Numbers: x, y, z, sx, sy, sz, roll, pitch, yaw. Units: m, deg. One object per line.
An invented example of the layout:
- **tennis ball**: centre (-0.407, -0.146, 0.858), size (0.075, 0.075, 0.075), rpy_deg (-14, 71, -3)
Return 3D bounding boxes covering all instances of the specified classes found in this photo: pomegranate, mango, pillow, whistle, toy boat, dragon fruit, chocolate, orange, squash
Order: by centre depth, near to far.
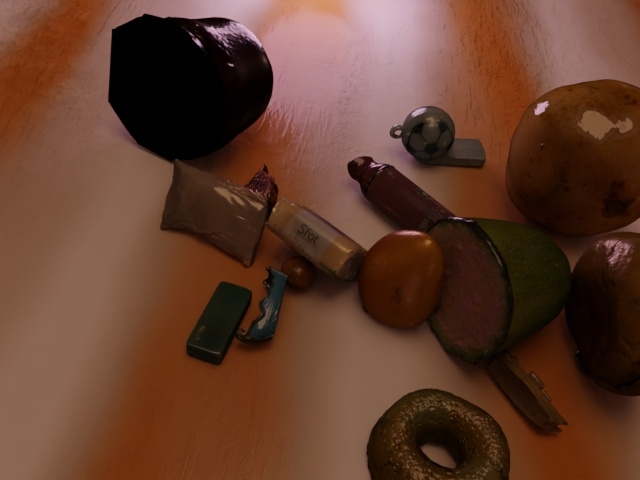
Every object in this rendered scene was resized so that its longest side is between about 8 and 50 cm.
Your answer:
- **toy boat**: centre (0.425, 0.306, 1.393), size (0.072, 0.064, 0.206), rpy_deg (-4, 44, -38)
- **toy boat**: centre (-0.124, 0.141, 1.432), size (0.077, 0.075, 0.185), rpy_deg (13, 50, -2)
- **mango**: centre (0.173, 0.068, 1.434), size (0.138, 0.257, 0.187), rpy_deg (-21, 54, -28)
- **squash**: centre (0.416, 0.083, 1.446), size (0.309, 0.310, 0.310), rpy_deg (-8, 48, -24)
- **orange**: centre (-0.051, 0.072, 1.514), size (0.085, 0.085, 0.085), rpy_deg (6, 46, -6)
- **pillow**: centre (-0.252, -0.066, 1.581), size (0.270, 0.067, 0.173), rpy_deg (21, 90, 12)
- **dragon fruit**: centre (-0.138, -0.099, 1.650), size (0.096, 0.102, 0.147), rpy_deg (23, 56, 21)
- **pomegranate**: centre (0.665, -0.216, 1.721), size (0.417, 0.416, 0.416), rpy_deg (6, 46, -6)
- **chocolate**: centre (-0.307, -0.432, 1.770), size (0.384, 0.383, 0.331), rpy_deg (25, 41, 13)
- **whistle**: centre (0.333, -0.296, 1.891), size (0.290, 0.163, 0.163), rpy_deg (2, 46, -9)

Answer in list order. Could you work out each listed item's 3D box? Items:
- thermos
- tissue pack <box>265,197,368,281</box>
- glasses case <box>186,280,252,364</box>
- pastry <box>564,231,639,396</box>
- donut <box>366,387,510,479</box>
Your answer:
- **thermos**: centre (0.208, -0.112, 1.719), size (0.136, 0.109, 0.330), rpy_deg (-28, 57, -32)
- **tissue pack**: centre (0.000, 0.000, 1.534), size (0.222, 0.090, 0.186), rpy_deg (38, 7, 22)
- **glasses case**: centre (-0.209, 0.169, 1.414), size (0.078, 0.039, 0.184), rpy_deg (18, 46, 6)
- **pastry**: centre (0.629, 0.149, 1.408), size (0.164, 0.355, 0.355), rpy_deg (-2, 46, 1)
- **donut**: centre (0.221, 0.387, 1.243), size (0.272, 0.107, 0.272), rpy_deg (5, 44, -5)
